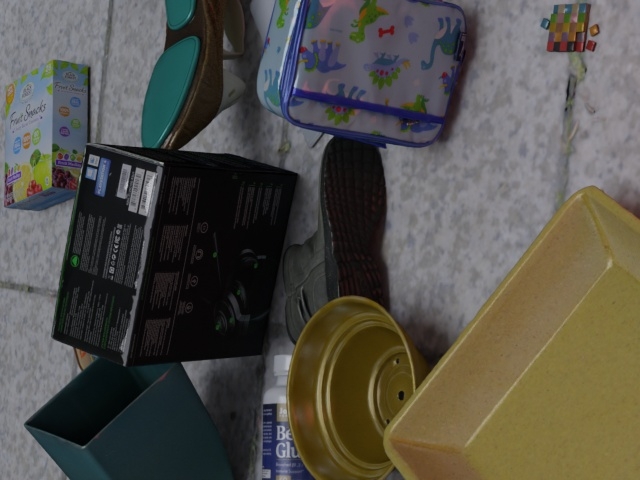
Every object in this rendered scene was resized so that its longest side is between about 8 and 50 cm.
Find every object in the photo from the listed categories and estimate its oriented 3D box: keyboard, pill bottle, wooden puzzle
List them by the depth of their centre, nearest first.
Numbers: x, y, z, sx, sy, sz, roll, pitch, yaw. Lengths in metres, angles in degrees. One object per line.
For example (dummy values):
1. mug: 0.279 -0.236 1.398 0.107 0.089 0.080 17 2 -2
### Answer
1. wooden puzzle: 0.255 -0.219 1.588 0.083 0.006 0.049 8 92 53
2. pill bottle: -0.022 0.220 1.820 0.094 0.094 0.169 -10 77 52
3. keyboard: -0.036 -0.236 1.978 0.072 0.014 0.256 -55 45 40

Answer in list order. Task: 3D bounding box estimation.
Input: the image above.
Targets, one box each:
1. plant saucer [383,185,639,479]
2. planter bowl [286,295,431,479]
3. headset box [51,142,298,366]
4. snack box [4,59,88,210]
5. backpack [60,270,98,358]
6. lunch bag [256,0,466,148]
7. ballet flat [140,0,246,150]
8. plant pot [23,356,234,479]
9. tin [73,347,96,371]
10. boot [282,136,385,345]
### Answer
1. plant saucer: 0.244 0.155 1.401 0.333 0.081 0.333 -53 34 7
2. planter bowl: 0.063 0.172 1.717 0.217 0.090 0.217 -10 77 49
3. headset box: -0.168 0.015 1.903 0.131 0.283 0.246 17 100 34
4. snack box: -0.437 -0.164 2.452 0.174 0.070 0.207 -17 70 52
5. backpack: -0.300 0.084 2.172 0.173 0.117 0.158 -48 49 23
6. lunch bag: 0.048 -0.193 1.685 0.090 0.219 0.176 31 108 58
7. ballet flat: -0.155 -0.250 2.035 0.116 0.124 0.342 -23 56 43
8. plant pot: -0.221 0.280 1.961 0.165 0.165 0.234 7 133 54
9. tin: -0.339 0.117 2.310 0.106 0.040 0.190 -46 51 34
10. boot: 0.000 0.000 1.842 0.161 0.083 0.247 -17 70 57
